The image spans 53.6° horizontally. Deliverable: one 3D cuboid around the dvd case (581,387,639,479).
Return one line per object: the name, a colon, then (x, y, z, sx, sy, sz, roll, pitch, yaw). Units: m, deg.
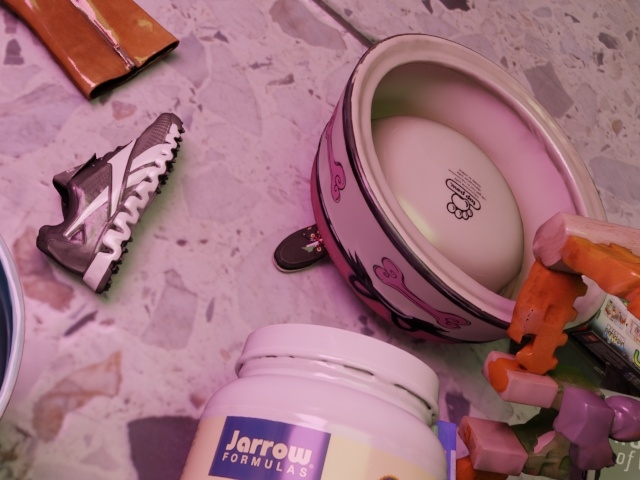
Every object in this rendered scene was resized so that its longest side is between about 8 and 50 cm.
dvd case: (0.413, 0.320, 0.775, 0.179, 0.030, 0.239, 12, 72, 13)

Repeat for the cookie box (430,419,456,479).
cookie box: (0.103, 0.247, 0.688, 0.040, 0.107, 0.092, 17, 61, -17)

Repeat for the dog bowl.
dog bowl: (0.167, -0.052, 0.799, 0.407, 0.150, 0.408, 17, 55, -26)

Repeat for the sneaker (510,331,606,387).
sneaker: (0.346, 0.102, 0.890, 0.118, 0.083, 0.222, 29, 68, -15)

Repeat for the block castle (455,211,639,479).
block castle: (0.274, 0.225, 0.550, 0.212, 0.454, 0.303, 12, 18, -12)

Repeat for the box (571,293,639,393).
box: (0.439, 0.141, 0.853, 0.207, 0.036, 0.114, 40, 64, -10)

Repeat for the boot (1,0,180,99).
boot: (-0.285, -0.346, 0.789, 0.280, 0.096, 0.264, 42, 57, -3)

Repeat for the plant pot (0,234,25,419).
plant pot: (-0.359, 0.101, 0.457, 0.271, 0.255, 0.272, 9, 64, -20)

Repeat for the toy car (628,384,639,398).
toy car: (0.463, 0.119, 0.939, 0.225, 0.053, 0.239, 39, 64, 1)

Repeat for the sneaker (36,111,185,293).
sneaker: (-0.230, -0.064, 0.696, 0.106, 0.078, 0.235, 28, 61, -14)

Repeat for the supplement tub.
supplement tub: (-0.017, 0.262, 0.551, 0.235, 0.235, 0.325, 23, 60, -14)

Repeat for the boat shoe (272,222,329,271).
boat shoe: (-0.001, -0.002, 0.795, 0.133, 0.042, 0.049, -24, 80, -30)
